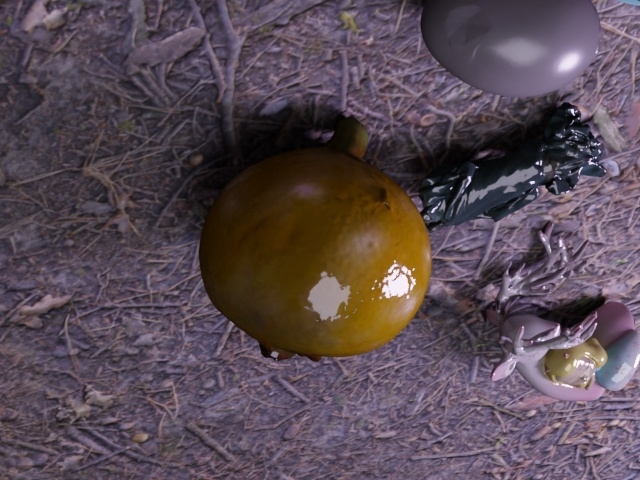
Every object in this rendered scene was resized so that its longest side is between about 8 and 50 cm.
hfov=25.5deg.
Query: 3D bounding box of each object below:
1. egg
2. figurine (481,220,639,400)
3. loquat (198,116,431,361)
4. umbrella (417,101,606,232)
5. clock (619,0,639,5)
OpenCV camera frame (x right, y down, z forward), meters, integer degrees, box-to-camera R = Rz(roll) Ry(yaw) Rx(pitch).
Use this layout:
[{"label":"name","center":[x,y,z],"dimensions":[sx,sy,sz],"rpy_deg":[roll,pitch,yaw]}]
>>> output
[{"label":"egg","center":[0.242,-0.275,1.822],"dimensions":[0.232,0.176,0.176],"rpy_deg":[8,135,-19]},{"label":"figurine","center":[0.406,0.135,2.369],"dimensions":[0.316,0.206,0.284],"rpy_deg":[11,140,-37]},{"label":"loquat","center":[0.000,0.000,1.980],"dimensions":[0.328,0.328,0.359],"rpy_deg":[21,85,-37]},{"label":"umbrella","center":[0.254,-0.086,2.110],"dimensions":[0.349,0.094,0.143],"rpy_deg":[-26,121,3]},{"label":"clock","center":[0.452,-0.363,1.894],"dimensions":[0.147,0.045,0.108],"rpy_deg":[10,134,-30]}]
